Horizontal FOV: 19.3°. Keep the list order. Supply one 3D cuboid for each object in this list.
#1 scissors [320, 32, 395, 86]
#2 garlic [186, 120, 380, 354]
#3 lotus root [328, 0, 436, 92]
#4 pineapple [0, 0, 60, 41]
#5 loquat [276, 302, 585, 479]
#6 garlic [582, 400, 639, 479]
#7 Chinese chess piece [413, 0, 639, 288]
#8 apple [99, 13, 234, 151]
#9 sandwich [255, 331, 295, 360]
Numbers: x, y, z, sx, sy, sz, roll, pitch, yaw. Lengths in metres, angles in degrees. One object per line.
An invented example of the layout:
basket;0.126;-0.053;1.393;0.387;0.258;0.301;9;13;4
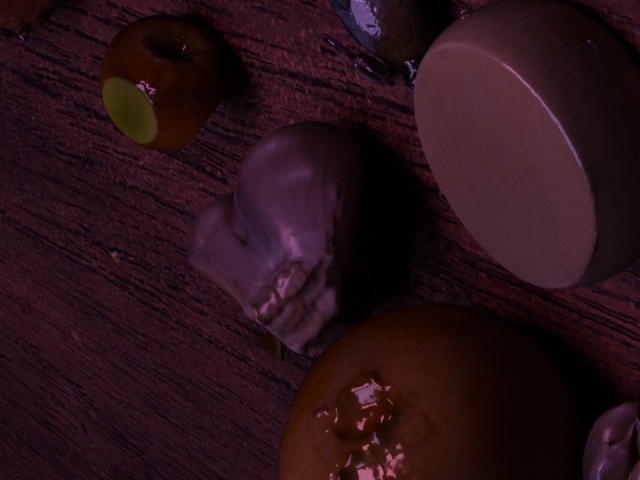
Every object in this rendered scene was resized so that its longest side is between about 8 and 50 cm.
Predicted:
scissors;0.048;-0.170;1.855;0.085;0.022;0.176;35;-174;11
garlic;0.000;0.000;2.069;0.246;0.231;0.340;35;-177;26
lotus root;0.058;-0.228;1.804;0.192;0.088;0.113;57;177;7
pineapple;-0.434;-0.341;2.558;0.158;0.157;0.278;64;167;-7
loquat;0.114;0.222;1.897;0.328;0.328;0.328;43;150;33
garlic;0.305;0.190;1.772;0.131;0.127;0.194;19;108;30
Chinese chess piece;0.197;-0.086;1.676;0.273;0.102;0.273;44;152;31
apple;-0.180;-0.182;2.224;0.163;0.146;0.147;34;139;17
sandwich;-0.050;0.134;2.448;0.044;0.031;0.083;65;154;-4
